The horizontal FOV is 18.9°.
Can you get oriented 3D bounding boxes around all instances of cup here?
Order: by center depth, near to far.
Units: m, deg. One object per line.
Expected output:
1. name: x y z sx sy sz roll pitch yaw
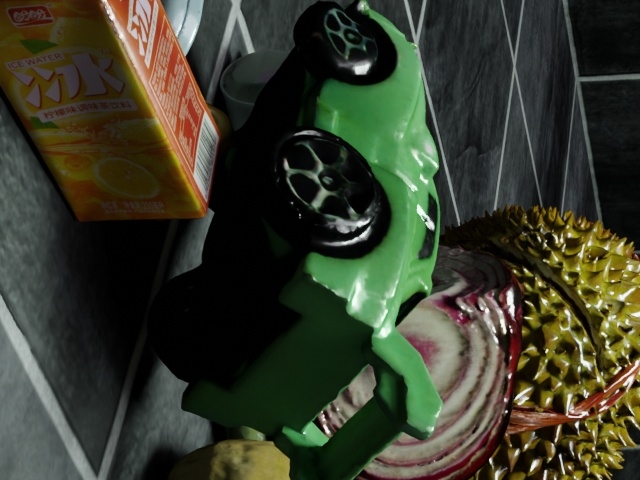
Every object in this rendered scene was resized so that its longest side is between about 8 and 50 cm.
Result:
1. cup: -0.043 -0.105 1.611 0.104 0.074 0.116 -117 -167 -48

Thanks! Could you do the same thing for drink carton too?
1. drink carton: -0.139 -0.103 1.190 0.223 0.096 0.071 68 25 -54

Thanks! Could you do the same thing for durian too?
1. durian: 0.226 0.131 2.127 0.347 0.348 0.384 -75 -171 -47

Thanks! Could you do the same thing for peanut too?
1. peanut: -0.071 0.211 1.377 0.263 0.117 0.101 -41 143 -67

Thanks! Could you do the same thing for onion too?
1. onion: 0.067 0.116 1.730 0.206 0.216 0.207 -119 -153 -75

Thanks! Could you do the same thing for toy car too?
1. toy car: 0.000 0.000 1.386 0.213 0.176 0.358 -50 -162 42

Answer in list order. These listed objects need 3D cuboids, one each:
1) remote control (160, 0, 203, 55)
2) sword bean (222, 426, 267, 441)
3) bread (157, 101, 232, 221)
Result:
1. remote control: -0.110 -0.217 1.334 0.047 0.087 0.244 27 57 -36
2. sword bean: -0.053 0.240 1.577 0.043 0.038 0.269 -66 152 -69
3. bread: -0.111 -0.058 1.393 0.062 0.103 0.049 23 43 -26
